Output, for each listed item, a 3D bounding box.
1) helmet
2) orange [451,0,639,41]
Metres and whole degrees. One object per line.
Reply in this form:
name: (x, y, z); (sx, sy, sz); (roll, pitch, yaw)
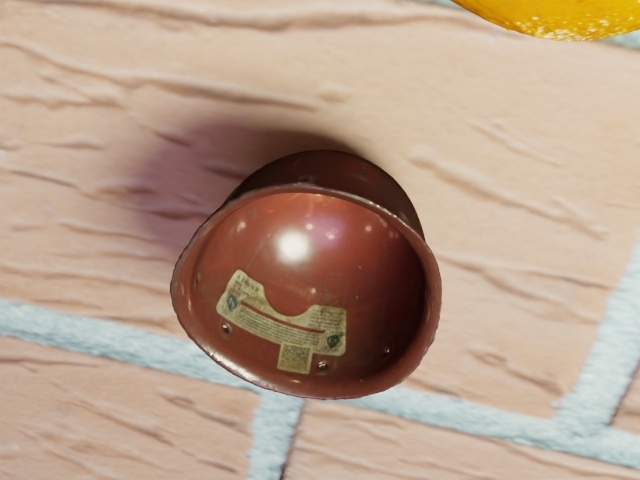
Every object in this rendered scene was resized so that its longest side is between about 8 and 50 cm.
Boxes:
helmet: (0.000, 0.000, 1.006); (0.155, 0.106, 0.175); (15, 137, -1)
orange: (0.111, -0.174, 0.715); (0.193, 0.193, 0.161); (-11, 160, 27)
